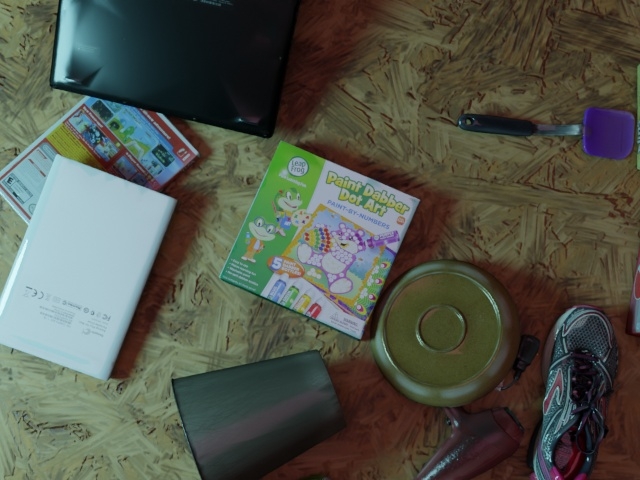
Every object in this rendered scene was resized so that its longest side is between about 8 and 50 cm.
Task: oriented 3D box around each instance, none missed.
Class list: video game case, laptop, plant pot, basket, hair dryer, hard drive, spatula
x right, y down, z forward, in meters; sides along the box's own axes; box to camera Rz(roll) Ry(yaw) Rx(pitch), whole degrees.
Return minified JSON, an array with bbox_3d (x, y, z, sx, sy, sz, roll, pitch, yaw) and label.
[{"bbox_3d":[-0.370,-0.118,1.485,0.285,0.025,0.204,-43,83,-5],"label":"video game case"},{"bbox_3d":[-0.208,-0.427,1.517,0.381,0.236,0.408,14,107,3],"label":"laptop"},{"bbox_3d":[0.190,0.139,1.400,0.236,0.032,0.236,-5,71,14],"label":"plant pot"},{"bbox_3d":[-0.087,0.265,1.367,0.226,0.154,0.204,-19,66,-6],"label":"basket"},{"bbox_3d":[0.211,0.264,1.415,0.223,0.080,0.294,12,76,18],"label":"hair dryer"},{"bbox_3d":[-0.377,0.043,1.431,0.203,0.040,0.308,21,87,-5],"label":"hard drive"},{"bbox_3d":[0.372,-0.183,1.483,0.296,0.030,0.084,4,84,1],"label":"spatula"}]

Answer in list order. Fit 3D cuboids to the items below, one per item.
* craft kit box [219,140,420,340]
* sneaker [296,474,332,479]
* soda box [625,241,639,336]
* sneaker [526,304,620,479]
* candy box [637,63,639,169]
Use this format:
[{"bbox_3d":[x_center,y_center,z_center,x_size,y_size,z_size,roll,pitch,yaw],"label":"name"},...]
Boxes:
[{"bbox_3d":[0.000,0.000,1.451,0.249,0.061,0.247,23,80,3],"label":"craft kit box"},{"bbox_3d":[-0.083,0.445,1.369,0.240,0.091,0.126,-14,83,-2],"label":"sneaker"},{"bbox_3d":[0.553,0.026,1.421,0.083,0.092,0.263,11,82,3],"label":"soda box"},{"bbox_3d":[0.401,0.247,1.382,0.120,0.112,0.299,10,82,2],"label":"sneaker"},{"bbox_3d":[0.680,-0.202,1.454,0.316,0.087,0.183,3,82,1],"label":"candy box"}]
